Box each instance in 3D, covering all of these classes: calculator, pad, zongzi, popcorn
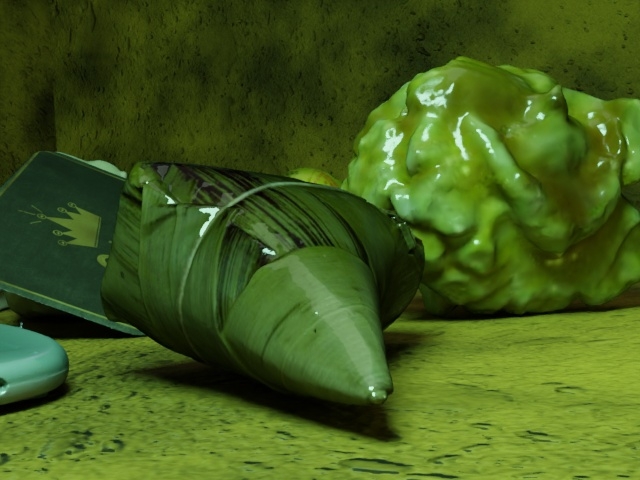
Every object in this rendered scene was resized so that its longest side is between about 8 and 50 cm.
[{"bbox_3d":[-0.299,0.089,0.594,0.185,0.041,0.299,-4,2,-42],"label":"calculator"},{"bbox_3d":[-0.242,-0.023,1.003,0.315,0.063,0.375,22,23,-12],"label":"pad"},{"bbox_3d":[0.028,0.044,0.568,0.274,0.145,0.300,4,13,-42],"label":"zongzi"},{"bbox_3d":[0.189,-0.057,0.908,0.335,0.274,0.279,0,26,-29],"label":"popcorn"}]

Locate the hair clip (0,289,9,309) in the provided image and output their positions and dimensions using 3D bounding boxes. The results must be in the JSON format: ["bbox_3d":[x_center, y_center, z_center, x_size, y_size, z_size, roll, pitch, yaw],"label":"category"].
[{"bbox_3d":[-0.543,0.071,1.255,0.085,0.101,0.331,1,2,-5],"label":"hair clip"}]

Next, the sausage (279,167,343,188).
[{"bbox_3d":[0.000,0.000,1.073,0.123,0.123,0.347,-3,-17,7],"label":"sausage"}]

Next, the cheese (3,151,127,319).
[{"bbox_3d":[-0.359,0.042,1.157,0.174,0.251,0.248,10,32,-20],"label":"cheese"}]
